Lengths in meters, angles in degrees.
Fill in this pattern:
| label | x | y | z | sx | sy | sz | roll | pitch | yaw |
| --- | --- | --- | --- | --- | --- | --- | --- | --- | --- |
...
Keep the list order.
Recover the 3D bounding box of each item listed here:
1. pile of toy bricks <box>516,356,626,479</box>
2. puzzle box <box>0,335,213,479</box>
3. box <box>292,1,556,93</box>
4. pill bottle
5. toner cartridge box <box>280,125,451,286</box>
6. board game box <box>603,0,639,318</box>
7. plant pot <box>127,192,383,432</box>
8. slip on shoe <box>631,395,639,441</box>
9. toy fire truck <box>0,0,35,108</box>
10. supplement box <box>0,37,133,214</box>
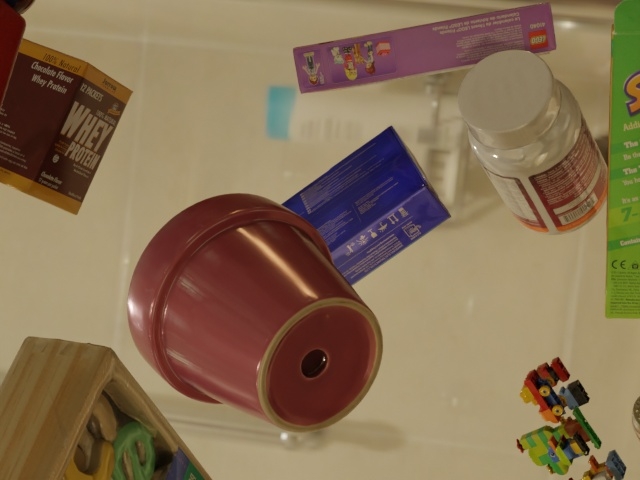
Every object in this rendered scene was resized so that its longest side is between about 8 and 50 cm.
| label | x | y | z | sx | sy | sz | roll | pitch | yaw |
| --- | --- | --- | --- | --- | --- | --- | --- | --- | --- |
| pile of toy bricks | 0.313 | 0.267 | 1.681 | 0.212 | 0.105 | 0.118 | 57 | -151 | -7 |
| puzzle box | -0.137 | 0.286 | 0.574 | 0.272 | 0.052 | 0.408 | 65 | -143 | -48 |
| box | 0.127 | -0.226 | 1.495 | 0.201 | 0.293 | 0.057 | -46 | -54 | -79 |
| pill bottle | 0.230 | -0.104 | 1.356 | 0.221 | 0.121 | 0.121 | 48 | -134 | -53 |
| toner cartridge box | 0.000 | 0.000 | 1.769 | 0.075 | 0.348 | 0.165 | 49 | -169 | -36 |
| board game box | 0.284 | -0.061 | 0.968 | 0.039 | 0.124 | 0.259 | -70 | -21 | -64 |
| plant pot | -0.046 | 0.077 | 1.137 | 0.180 | 0.201 | 0.201 | 33 | 126 | 49 |
| slip on shoe | 0.584 | 0.244 | 1.668 | 0.123 | 0.332 | 0.101 | -81 | -21 | -47 |
| toy fire truck | -0.384 | -0.160 | 1.274 | 0.169 | 0.254 | 0.302 | 42 | -146 | -31 |
| supplement box | -0.402 | -0.167 | 1.748 | 0.194 | 0.191 | 0.129 | -66 | -23 | -3 |
